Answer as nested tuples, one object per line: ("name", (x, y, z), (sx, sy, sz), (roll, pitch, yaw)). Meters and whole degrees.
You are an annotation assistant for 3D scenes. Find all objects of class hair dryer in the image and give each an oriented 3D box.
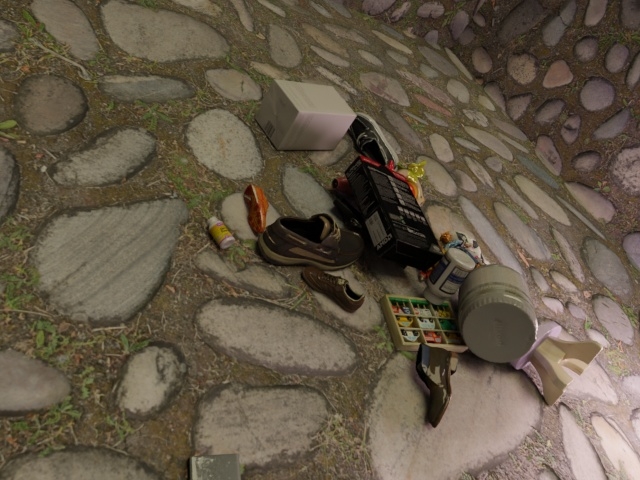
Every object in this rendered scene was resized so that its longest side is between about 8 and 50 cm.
("hair dryer", (0.172, -0.145, 1.642), (0.293, 0.080, 0.224), (29, 32, -9))

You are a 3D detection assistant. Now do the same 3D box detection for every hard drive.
("hard drive", (-0.185, 0.451, 0.830), (0.094, 0.022, 0.135), (11, 45, -29))

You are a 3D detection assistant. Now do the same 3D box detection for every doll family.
("doll family", (0.439, 0.053, 1.577), (0.262, 0.118, 0.163), (-25, 59, -23))

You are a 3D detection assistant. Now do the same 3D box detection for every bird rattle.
("bird rattle", (0.323, -0.215, 1.802), (0.253, 0.143, 0.207), (-24, 91, -51))

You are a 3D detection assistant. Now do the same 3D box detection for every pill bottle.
("pill bottle", (-0.262, -0.021, 1.224), (0.043, 0.043, 0.083), (-20, 66, -47))
("pill bottle", (0.386, 0.113, 1.436), (0.094, 0.169, 0.094), (22, 28, -13))

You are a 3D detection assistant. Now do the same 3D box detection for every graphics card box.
("graphics card box", (0.232, -0.090, 1.509), (0.232, 0.094, 0.371), (17, 41, -38))

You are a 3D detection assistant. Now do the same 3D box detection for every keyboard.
("keyboard", (0.162, -0.022, 1.527), (0.317, 0.033, 0.201), (43, 14, 7))

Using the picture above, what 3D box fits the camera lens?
("camera lens", (0.532, 0.212, 1.433), (0.219, 0.219, 0.274), (38, 26, 1))

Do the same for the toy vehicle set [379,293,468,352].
("toy vehicle set", (0.310, 0.249, 1.403), (0.266, 0.035, 0.166), (9, 46, -31))

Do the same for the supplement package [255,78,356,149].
("supplement package", (-0.051, -0.448, 1.707), (0.292, 0.175, 0.178), (-10, 57, -43))

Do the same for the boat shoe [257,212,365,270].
("boat shoe", (0.000, 0.000, 1.335), (0.355, 0.130, 0.132), (0, 52, -38))

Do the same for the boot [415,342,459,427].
("boot", (0.288, 0.374, 1.237), (0.106, 0.082, 0.219), (24, 50, 6))

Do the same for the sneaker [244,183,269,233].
("sneaker", (-0.172, -0.092, 1.352), (0.067, 0.064, 0.175), (20, 44, -36))

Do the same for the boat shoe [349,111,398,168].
("boat shoe", (0.195, -0.402, 1.917), (0.102, 0.108, 0.301), (-18, 71, -48))

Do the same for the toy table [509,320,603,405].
("toy table", (0.725, 0.372, 1.463), (0.274, 0.252, 0.161), (-14, 44, -39))

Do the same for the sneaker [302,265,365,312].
("sneaker", (0.041, 0.119, 1.296), (0.188, 0.071, 0.066), (35, 39, -4))

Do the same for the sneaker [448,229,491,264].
("sneaker", (0.525, 0.067, 1.703), (0.235, 0.094, 0.153), (58, 33, 8))
